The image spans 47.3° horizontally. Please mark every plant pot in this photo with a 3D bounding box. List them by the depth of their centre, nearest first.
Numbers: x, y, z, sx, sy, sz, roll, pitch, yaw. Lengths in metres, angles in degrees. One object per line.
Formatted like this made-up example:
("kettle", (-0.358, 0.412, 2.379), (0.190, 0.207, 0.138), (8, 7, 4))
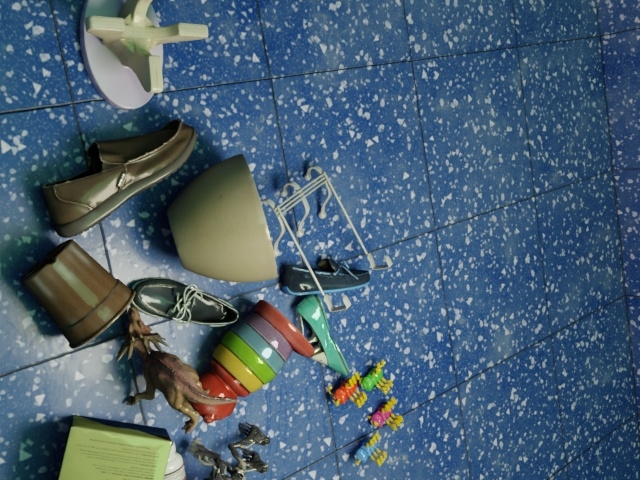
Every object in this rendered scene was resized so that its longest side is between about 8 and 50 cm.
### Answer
("plant pot", (-0.485, 0.098, 1.442), (0.167, 0.167, 0.165), (-49, 112, -26))
("plant pot", (-0.224, -0.027, 1.591), (0.191, 0.284, 0.284), (-17, 104, -9))

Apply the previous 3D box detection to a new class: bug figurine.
("bug figurine", (0.126, 0.458, 1.979), (0.216, 0.072, 0.279), (-35, 113, -44))

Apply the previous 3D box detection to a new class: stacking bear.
("stacking bear", (-0.182, 0.291, 1.687), (0.289, 0.175, 0.164), (-46, 147, -14))

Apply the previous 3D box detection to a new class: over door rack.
("over door rack", (0.000, 0.000, 1.795), (0.324, 0.108, 0.239), (54, 43, -4))

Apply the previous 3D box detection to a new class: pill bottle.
("pill bottle", (-0.340, 0.523, 1.613), (0.086, 0.086, 0.152), (-16, 101, -37))

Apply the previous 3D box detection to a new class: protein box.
("protein box", (-0.425, 0.477, 1.474), (0.200, 0.136, 0.201), (13, 83, -15))

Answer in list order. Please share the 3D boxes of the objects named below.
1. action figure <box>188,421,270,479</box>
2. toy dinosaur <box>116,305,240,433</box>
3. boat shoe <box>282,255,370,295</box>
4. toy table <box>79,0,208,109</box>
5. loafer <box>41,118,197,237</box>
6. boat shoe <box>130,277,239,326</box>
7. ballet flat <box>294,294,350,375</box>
("action figure", (-0.229, 0.530, 1.656), (0.276, 0.141, 0.164), (-26, 119, -60))
("toy dinosaur", (-0.317, 0.275, 1.521), (0.127, 0.296, 0.200), (-46, 148, -39))
("boat shoe", (0.024, 0.087, 1.870), (0.258, 0.109, 0.089), (-4, 91, -40))
("toy table", (-0.377, -0.417, 1.497), (0.252, 0.161, 0.274), (-22, 104, -36))
("loafer", (-0.409, -0.155, 1.498), (0.366, 0.134, 0.130), (-43, 117, -29))
("boat shoe", (-0.299, 0.145, 1.632), (0.255, 0.079, 0.095), (25, 77, -36))
("ballet flat", (-0.005, 0.255, 1.882), (0.087, 0.083, 0.247), (-25, 109, -9))
